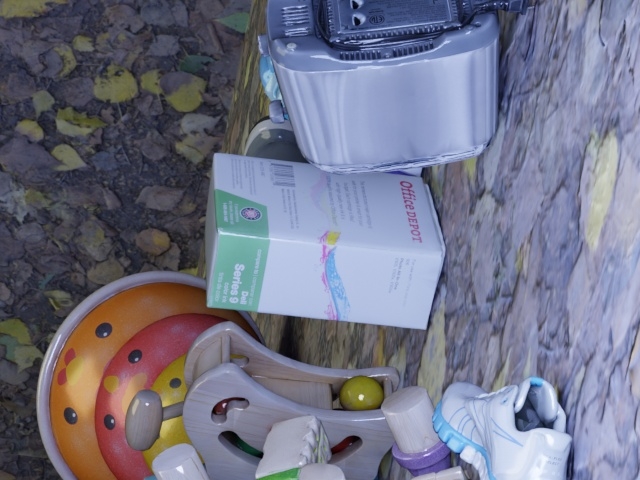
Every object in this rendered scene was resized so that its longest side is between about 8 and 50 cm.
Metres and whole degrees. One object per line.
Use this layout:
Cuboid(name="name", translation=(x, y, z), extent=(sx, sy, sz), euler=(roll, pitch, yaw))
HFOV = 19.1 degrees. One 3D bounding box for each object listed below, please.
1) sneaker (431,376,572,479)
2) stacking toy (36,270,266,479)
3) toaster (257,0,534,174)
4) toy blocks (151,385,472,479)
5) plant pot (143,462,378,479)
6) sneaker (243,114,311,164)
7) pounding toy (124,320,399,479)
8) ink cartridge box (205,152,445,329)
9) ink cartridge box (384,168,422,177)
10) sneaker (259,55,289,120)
Cuboid(name="sneaker", translation=(0.135, 0.127, 1.322), extent=(0.190, 0.071, 0.082), euler=(-129, 54, -67))
Cuboid(name="stacking toy", translation=(-0.142, 0.228, 2.484), extent=(0.480, 0.351, 0.350), euler=(8, 90, 64))
Cuboid(name="toaster", translation=(0.065, -0.146, 1.592), extent=(0.146, 0.227, 0.129), euler=(81, -179, -46))
Cuboid(name="toy blocks", translation=(0.019, 0.312, 1.557), extent=(0.288, 0.309, 0.260), euler=(-74, -36, -62))
Cuboid(name="plant pot", translation=(-0.070, 0.319, 1.890), extent=(0.165, 0.234, 0.165), euler=(-94, 14, -53))
Cuboid(name="sneaker", translation=(-0.070, -0.011, 2.539), extent=(0.295, 0.124, 0.178), euler=(96, -179, -47))
Cuboid(name="pounding toy", translation=(-0.058, 0.140, 1.872), extent=(0.155, 0.270, 0.154), euler=(-93, 5, -53))
Cuboid(name="ink cartridge box", translation=(0.000, 0.000, 1.802), extent=(0.154, 0.212, 0.093), euler=(-99, 15, -59))
Cuboid(name="ink cartridge box", translation=(0.047, -0.139, 1.958), extent=(0.206, 0.045, 0.208), euler=(26, 110, 58))
Cuboid(name="sneaker", translation=(0.042, -0.178, 1.811), extent=(0.319, 0.127, 0.208), euler=(-127, 51, -60))
